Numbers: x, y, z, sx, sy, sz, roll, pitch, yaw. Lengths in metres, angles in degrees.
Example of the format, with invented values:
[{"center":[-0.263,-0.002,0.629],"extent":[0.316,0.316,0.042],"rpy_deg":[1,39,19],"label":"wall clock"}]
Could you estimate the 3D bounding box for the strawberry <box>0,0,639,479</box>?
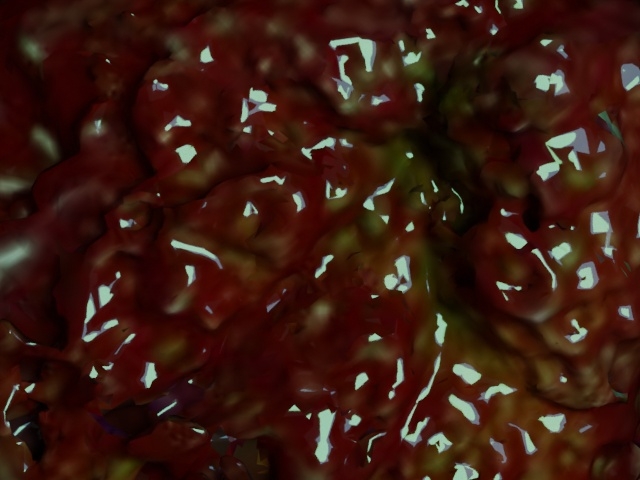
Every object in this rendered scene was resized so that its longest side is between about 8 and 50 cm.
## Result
[{"center":[0.000,0.000,0.434],"extent":[0.274,0.220,0.274],"rpy_deg":[12,72,-38],"label":"strawberry"}]
